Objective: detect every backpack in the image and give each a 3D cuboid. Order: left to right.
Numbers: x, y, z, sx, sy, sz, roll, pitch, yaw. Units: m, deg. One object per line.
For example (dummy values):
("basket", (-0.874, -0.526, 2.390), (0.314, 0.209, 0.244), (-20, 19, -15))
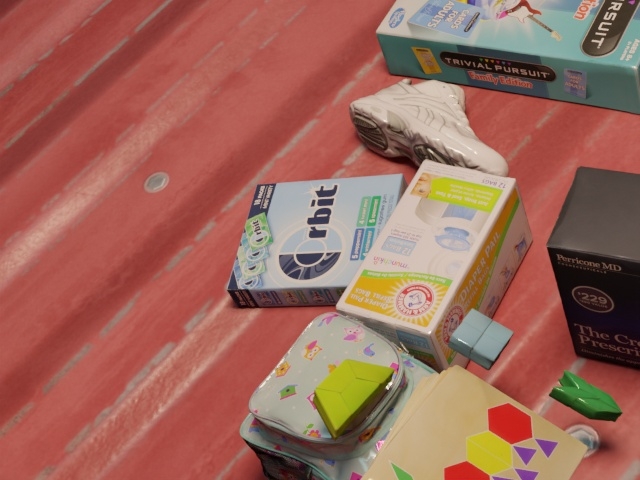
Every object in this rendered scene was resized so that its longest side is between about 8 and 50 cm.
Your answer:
("backpack", (0.037, 0.169, 1.041), (0.188, 0.144, 0.166), (25, 60, 29))

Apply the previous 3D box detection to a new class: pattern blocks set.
("pattern blocks set", (0.119, 0.194, 0.905), (0.285, 0.026, 0.325), (38, 49, 23))

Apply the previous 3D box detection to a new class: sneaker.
("sneaker", (0.141, -0.135, 1.284), (0.115, 0.090, 0.232), (-41, 49, -17))

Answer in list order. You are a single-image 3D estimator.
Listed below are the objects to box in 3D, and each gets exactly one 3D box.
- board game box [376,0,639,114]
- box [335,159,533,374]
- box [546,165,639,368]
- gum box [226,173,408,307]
("board game box", (0.275, -0.296, 1.364), (0.336, 0.079, 0.254), (14, 60, 32))
("box", (0.121, 0.033, 1.140), (0.114, 0.103, 0.203), (16, 60, 33))
("box", (0.351, 0.043, 0.979), (0.261, 0.184, 0.103), (11, 55, 30))
("gum box", (0.000, 0.000, 1.261), (0.184, 0.041, 0.157), (-3, 52, 22))
